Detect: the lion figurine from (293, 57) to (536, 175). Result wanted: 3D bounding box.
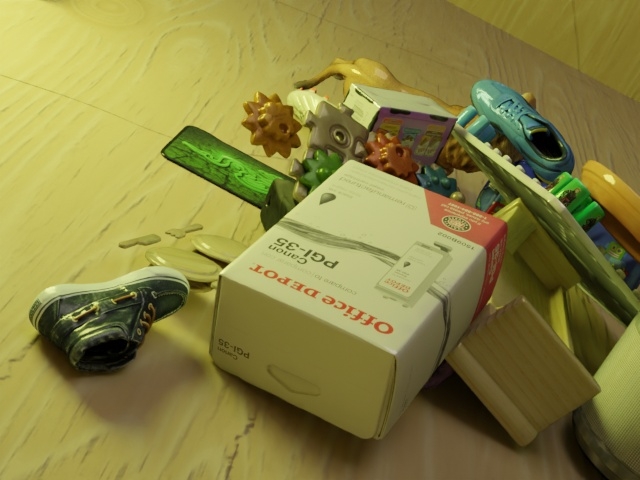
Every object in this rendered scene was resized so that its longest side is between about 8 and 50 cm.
[{"bbox_3d":[0.147,-0.207,1.920,0.392,0.142,0.240,17,-6,-2],"label":"lion figurine"}]

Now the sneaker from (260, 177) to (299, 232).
[{"bbox_3d":[0.000,0.000,1.493,0.130,0.087,0.227,16,20,-14],"label":"sneaker"}]

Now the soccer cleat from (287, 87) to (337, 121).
[{"bbox_3d":[0.005,-0.188,1.928,0.196,0.076,0.068,29,-16,39],"label":"soccer cleat"}]

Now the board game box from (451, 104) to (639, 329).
[{"bbox_3d":[0.360,0.001,1.667,0.390,0.050,0.390,47,3,-26],"label":"board game box"}]

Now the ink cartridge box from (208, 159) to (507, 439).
[{"bbox_3d":[0.046,0.052,1.261,0.207,0.117,0.283,24,37,19],"label":"ink cartridge box"}]

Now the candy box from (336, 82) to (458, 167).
[{"bbox_3d":[0.077,-0.107,1.660,0.165,0.196,0.070,3,31,-45],"label":"candy box"}]

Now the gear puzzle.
[{"bbox_3d":[0.049,-0.092,1.488,0.339,0.044,0.175,31,53,-23],"label":"gear puzzle"}]

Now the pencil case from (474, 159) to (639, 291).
[{"bbox_3d":[0.402,-0.030,1.954,0.306,0.133,0.119,27,27,-4],"label":"pencil case"}]

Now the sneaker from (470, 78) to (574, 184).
[{"bbox_3d":[0.297,-0.173,1.755,0.209,0.069,0.082,52,-7,24],"label":"sneaker"}]

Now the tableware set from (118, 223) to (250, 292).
[{"bbox_3d":[-0.131,0.031,1.345,0.128,0.039,0.194,23,15,17],"label":"tableware set"}]

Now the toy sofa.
[{"bbox_3d":[0.225,0.103,1.497,0.150,0.177,0.362,49,19,-11],"label":"toy sofa"}]

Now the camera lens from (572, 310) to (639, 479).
[{"bbox_3d":[0.442,0.173,1.392,0.219,0.274,0.219,24,23,-11],"label":"camera lens"}]

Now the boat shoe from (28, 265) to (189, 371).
[{"bbox_3d":[-0.184,0.080,1.154,0.183,0.065,0.083,-10,45,-46],"label":"boat shoe"}]

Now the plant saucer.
[{"bbox_3d":[0.392,-0.016,1.503,0.200,0.037,0.200,49,4,-4],"label":"plant saucer"}]

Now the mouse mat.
[{"bbox_3d":[-0.120,-0.099,1.667,0.190,0.007,0.152,29,23,-2],"label":"mouse mat"}]
